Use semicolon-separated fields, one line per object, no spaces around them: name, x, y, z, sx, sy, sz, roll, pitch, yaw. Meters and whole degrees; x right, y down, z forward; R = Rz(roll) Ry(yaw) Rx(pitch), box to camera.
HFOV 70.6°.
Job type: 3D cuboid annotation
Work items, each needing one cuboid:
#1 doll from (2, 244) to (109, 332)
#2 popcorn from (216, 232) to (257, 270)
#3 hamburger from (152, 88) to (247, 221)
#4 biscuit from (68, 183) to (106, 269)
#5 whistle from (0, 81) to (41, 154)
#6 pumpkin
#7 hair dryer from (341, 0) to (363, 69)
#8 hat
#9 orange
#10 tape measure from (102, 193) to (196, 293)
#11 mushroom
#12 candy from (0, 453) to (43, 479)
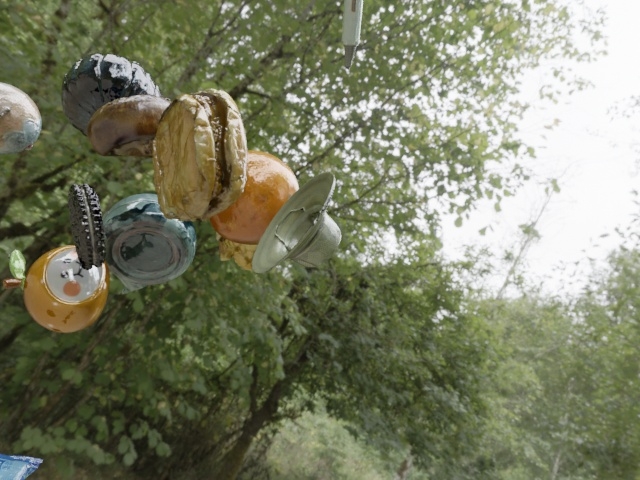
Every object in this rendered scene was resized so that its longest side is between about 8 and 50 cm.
doll;-0.640;0.114;1.091;0.236;0.213;0.213;10;-10;-22
popcorn;-0.313;-0.050;2.207;0.354;0.390;0.344;35;19;20
hamburger;-0.254;-0.169;0.941;0.145;0.259;0.283;-7;1;-40
biscuit;-0.509;-0.030;0.983;0.053;0.194;0.195;-10;6;-32
whistle;-0.863;-0.314;1.219;0.348;0.189;0.189;7;-30;49
pumpkin;-0.797;-0.540;1.743;0.364;0.266;0.363;-4;-37;-3
hair dryer;0.030;-0.345;0.655;0.155;0.183;0.044;16;16;-3
hat;-0.019;-0.009;0.904;0.110;0.252;0.252;38;-19;-21
orange;-0.220;-0.137;1.449;0.312;0.312;0.312;27;-18;10
tape measure;-0.488;-0.001;1.264;0.147;0.275;0.256;-111;180;-51
mushroom;-0.451;-0.280;1.146;0.253;0.153;0.253;-5;3;0
candy;-1.174;0.888;1.656;0.187;0.077;0.331;19;2;-15
